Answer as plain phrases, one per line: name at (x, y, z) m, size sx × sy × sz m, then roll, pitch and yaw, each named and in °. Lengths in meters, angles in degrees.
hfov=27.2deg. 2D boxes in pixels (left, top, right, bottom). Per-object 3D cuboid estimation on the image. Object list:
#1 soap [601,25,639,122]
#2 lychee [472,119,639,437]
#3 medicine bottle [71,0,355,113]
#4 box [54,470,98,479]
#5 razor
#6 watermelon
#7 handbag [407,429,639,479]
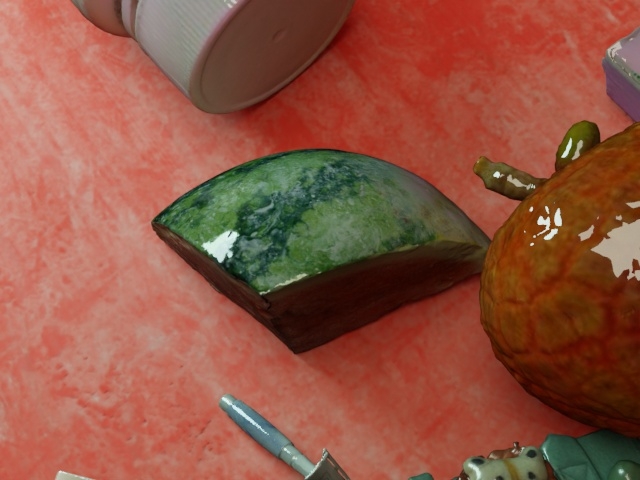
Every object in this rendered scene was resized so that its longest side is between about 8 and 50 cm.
soap at (0.387, -0.110, 1.106) m, size 0.181 × 0.081 × 0.259 m, roll -38°, pitch 63°, yaw -6°
lychee at (0.240, 0.024, 0.996) m, size 0.255 × 0.255 × 0.300 m, roll -38°, pitch 51°, yaw -5°
medicine bottle at (-0.131, -0.289, 1.219) m, size 0.241 × 0.241 × 0.302 m, roll -39°, pitch 73°, yaw -6°
box at (-0.138, 0.278, 1.067) m, size 0.201 × 0.058 × 0.141 m, roll 11°, pitch 69°, yaw 18°
razor at (-0.039, 0.169, 1.103) m, size 0.135 × 0.068 × 0.040 m, roll 33°, pitch 74°, yaw 36°
watermelon at (0.000, 0.000, 1.120) m, size 0.260 × 0.176 × 0.256 m, roll -29°, pitch 24°, yaw 1°
handbag at (0.169, 0.271, 0.926) m, size 0.268 × 0.100 × 0.274 m, roll -13°, pitch 57°, yaw -20°
